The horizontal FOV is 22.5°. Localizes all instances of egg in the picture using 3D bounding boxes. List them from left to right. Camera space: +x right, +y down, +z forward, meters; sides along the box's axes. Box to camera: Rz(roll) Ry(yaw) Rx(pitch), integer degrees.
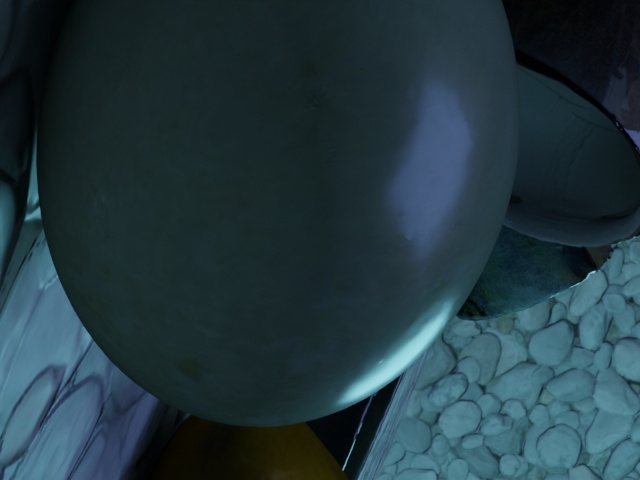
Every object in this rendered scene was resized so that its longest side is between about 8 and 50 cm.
[{"bbox_3d":[-0.010,-0.025,0.385,0.114,0.114,0.152,-58,162,-53],"label":"egg"}]

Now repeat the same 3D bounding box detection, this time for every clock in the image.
[{"bbox_3d":[0.027,0.107,1.235,0.280,0.055,0.280,23,90,-82],"label":"clock"}]

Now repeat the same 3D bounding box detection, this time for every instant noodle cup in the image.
[{"bbox_3d":[0.145,-0.127,0.876,0.207,0.217,0.217,-57,168,-23],"label":"instant noodle cup"}]

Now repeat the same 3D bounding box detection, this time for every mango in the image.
[{"bbox_3d":[-0.037,0.151,0.749,0.219,0.112,0.145,85,26,-48],"label":"mango"}]

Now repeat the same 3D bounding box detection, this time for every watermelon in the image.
[{"bbox_3d":[0.146,-0.060,1.373,0.188,0.175,0.322,-33,-172,22],"label":"watermelon"}]
